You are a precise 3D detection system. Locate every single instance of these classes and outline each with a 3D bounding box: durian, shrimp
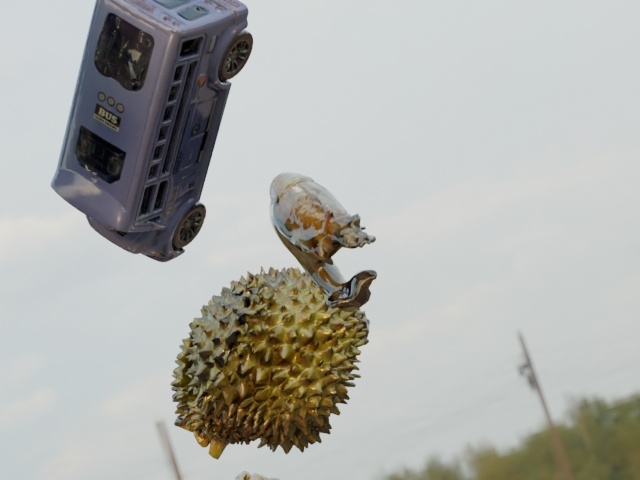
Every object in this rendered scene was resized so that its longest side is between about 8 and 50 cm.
[{"bbox_3d":[-0.076,0.157,2.453,0.258,0.258,0.293,-6,-23,-38],"label":"durian"},{"bbox_3d":[0.004,0.014,1.781,0.059,0.145,0.254,-25,24,-14],"label":"shrimp"}]

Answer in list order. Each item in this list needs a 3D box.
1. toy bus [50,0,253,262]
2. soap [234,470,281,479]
[{"bbox_3d":[-0.170,-0.108,1.729,0.133,0.125,0.292,-31,-34,-51],"label":"toy bus"},{"bbox_3d":[-0.075,0.376,1.837,0.089,0.274,0.173,28,-13,-21],"label":"soap"}]
